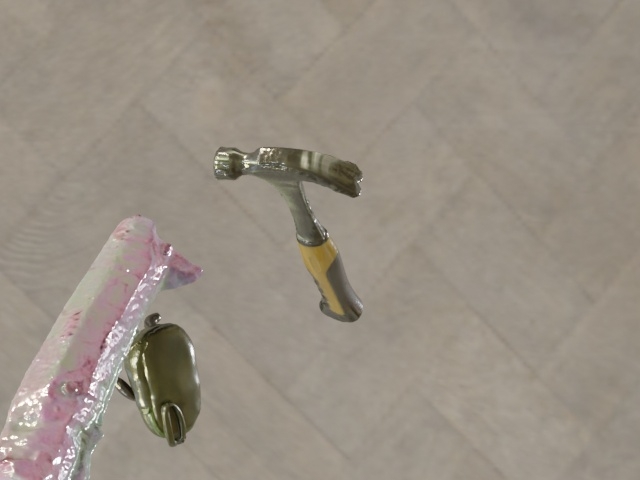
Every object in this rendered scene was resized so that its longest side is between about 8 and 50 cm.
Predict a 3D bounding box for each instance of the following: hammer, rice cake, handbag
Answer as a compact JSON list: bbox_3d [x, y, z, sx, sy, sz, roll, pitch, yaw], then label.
[{"bbox_3d":[0.000,0.000,0.966,0.078,0.201,0.021,2,64,15],"label":"hammer"},{"bbox_3d":[-0.173,0.091,1.262,0.081,0.051,0.290,20,45,4],"label":"rice cake"},{"bbox_3d":[-0.132,0.121,1.362,0.072,0.047,0.111,-22,105,-35],"label":"handbag"}]
